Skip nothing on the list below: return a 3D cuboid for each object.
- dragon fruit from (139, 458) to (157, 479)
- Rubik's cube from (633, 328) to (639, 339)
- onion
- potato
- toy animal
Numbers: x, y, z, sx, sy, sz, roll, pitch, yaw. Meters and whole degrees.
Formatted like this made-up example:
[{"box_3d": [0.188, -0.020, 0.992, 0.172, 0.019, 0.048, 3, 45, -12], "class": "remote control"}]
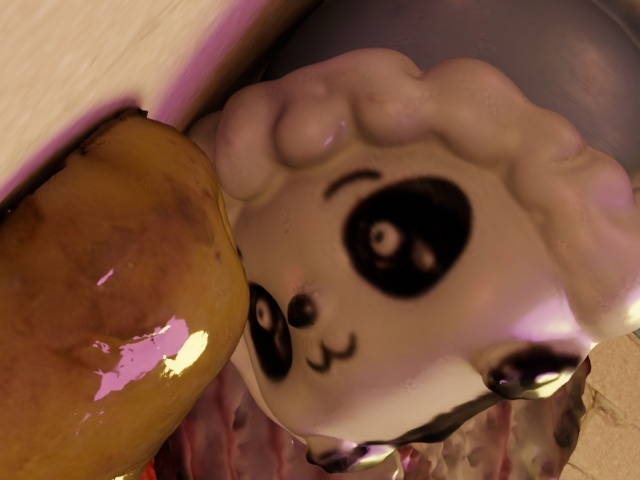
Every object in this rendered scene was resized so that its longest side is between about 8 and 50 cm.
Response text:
[{"box_3d": [-0.161, 0.289, 1.233, 0.302, 0.231, 0.237, -56, 172, -4], "class": "dragon fruit"}, {"box_3d": [0.303, -0.100, 0.759, 0.347, 0.351, 0.352, 2, 131, -50], "class": "Rubik's cube"}, {"box_3d": [0.000, 0.077, 0.787, 0.146, 0.280, 0.314, -20, -153, 42], "class": "onion"}, {"box_3d": [-0.085, 0.057, 0.477, 0.200, 0.081, 0.164, -53, 177, 28], "class": "potato"}, {"box_3d": [0.040, -0.025, 0.623, 0.208, 0.156, 0.204, -30, -167, 44], "class": "toy animal"}]
